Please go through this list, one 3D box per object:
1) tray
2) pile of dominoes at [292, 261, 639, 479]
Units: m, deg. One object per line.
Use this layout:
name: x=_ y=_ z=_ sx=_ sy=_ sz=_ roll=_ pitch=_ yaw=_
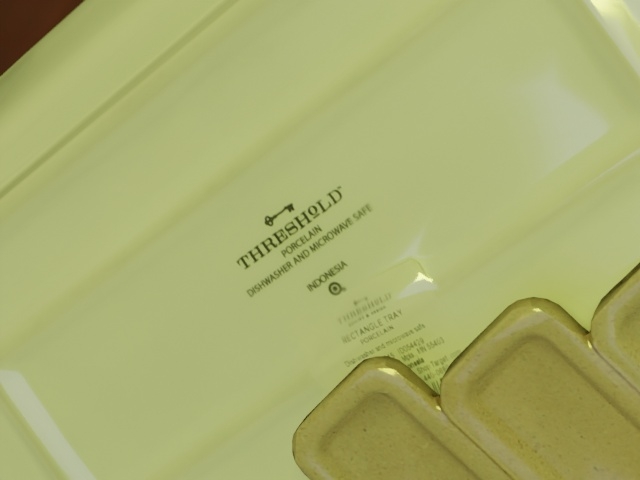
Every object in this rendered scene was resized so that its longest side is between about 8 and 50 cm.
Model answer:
tray: x=0.000 y=0.000 z=0.372 sx=0.270 sy=0.030 sz=0.145 roll=-36 pitch=90 yaw=26
pile of dominoes: x=0.142 y=0.064 z=0.335 sx=0.251 sy=0.040 sz=0.196 roll=-25 pitch=99 yaw=19
